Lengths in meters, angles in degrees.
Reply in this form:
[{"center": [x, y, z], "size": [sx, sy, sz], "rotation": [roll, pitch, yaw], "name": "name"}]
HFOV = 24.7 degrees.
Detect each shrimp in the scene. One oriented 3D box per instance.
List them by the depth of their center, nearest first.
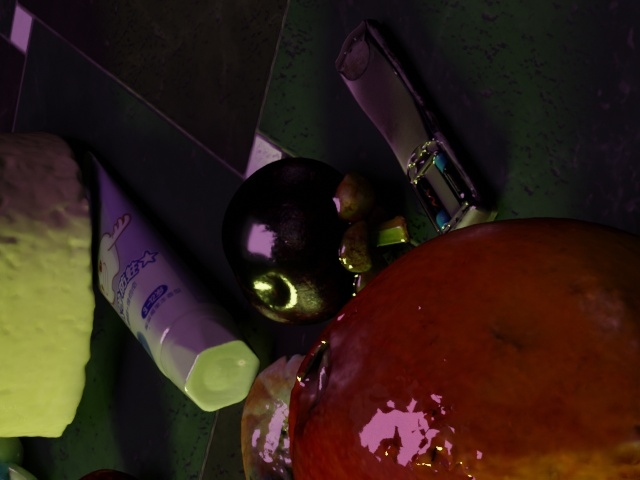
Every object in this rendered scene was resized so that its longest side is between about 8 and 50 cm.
[{"center": [-0.008, 0.218, 1.231], "size": [0.143, 0.052, 0.251], "rotation": [-23, 75, 43], "name": "shrimp"}]

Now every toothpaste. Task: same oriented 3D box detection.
[{"center": [-0.169, 0.040, 1.423], "size": [0.371, 0.080, 0.125], "rotation": [44, 129, 51], "name": "toothpaste"}]

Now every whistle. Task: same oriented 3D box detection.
[{"center": [-0.356, 0.288, 1.663], "size": [0.114, 0.077, 0.235], "rotation": [-45, 63, 27], "name": "whistle"}]

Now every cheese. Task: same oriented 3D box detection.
[{"center": [-0.352, 0.048, 1.556], "size": [0.292, 0.153, 0.332], "rotation": [14, 101, 61], "name": "cheese"}]

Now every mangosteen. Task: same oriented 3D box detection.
[{"center": [0.000, 0.000, 1.160], "size": [0.151, 0.137, 0.137], "rotation": [-4, 88, 19], "name": "mangosteen"}]

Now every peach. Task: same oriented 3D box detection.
[{"center": [0.118, 0.105, 0.886], "size": [0.281, 0.281, 0.238], "rotation": [-1, 90, 52], "name": "peach"}]

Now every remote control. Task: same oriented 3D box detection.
[{"center": [0.070, -0.084, 1.129], "size": [0.059, 0.028, 0.212], "rotation": [-57, 50, 38], "name": "remote control"}]

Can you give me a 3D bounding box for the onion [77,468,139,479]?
[{"center": [-0.207, 0.281, 1.448], "size": [0.117, 0.118, 0.118], "rotation": [16, 107, 16], "name": "onion"}]
